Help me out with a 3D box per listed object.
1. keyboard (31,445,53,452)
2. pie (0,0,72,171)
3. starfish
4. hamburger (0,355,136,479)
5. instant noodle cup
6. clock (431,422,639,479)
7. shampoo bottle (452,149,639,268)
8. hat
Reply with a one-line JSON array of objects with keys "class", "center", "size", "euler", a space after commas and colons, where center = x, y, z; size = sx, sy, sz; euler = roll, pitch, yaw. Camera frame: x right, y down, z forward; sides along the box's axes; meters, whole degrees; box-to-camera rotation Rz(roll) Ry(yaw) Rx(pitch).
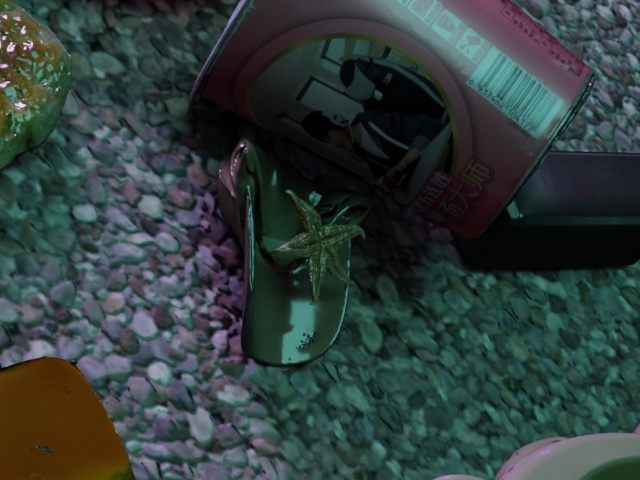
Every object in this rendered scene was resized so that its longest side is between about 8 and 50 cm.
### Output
[{"class": "keyboard", "center": [-0.145, 0.308, 1.107], "size": [0.103, 0.041, 0.381], "euler": [-5, 76, -43]}, {"class": "pie", "center": [-0.292, -0.139, 1.378], "size": [0.240, 0.054, 0.240], "euler": [20, 47, -23]}, {"class": "starfish", "center": [0.000, 0.000, 1.432], "size": [0.092, 0.016, 0.086], "euler": [-20, 101, -43]}, {"class": "hamburger", "center": [-0.197, 0.148, 1.193], "size": [0.166, 0.087, 0.137], "euler": [-13, 67, -43]}, {"class": "instant noodle cup", "center": [0.063, -0.131, 1.506], "size": [0.255, 0.244, 0.244], "euler": [35, 41, -1]}, {"class": "clock", "center": [0.218, 0.248, 1.306], "size": [0.309, 0.114, 0.284], "euler": [-5, 48, -33]}, {"class": "shampoo bottle", "center": [0.221, -0.027, 1.684], "size": [0.246, 0.079, 0.080], "euler": [-1, 59, -40]}, {"class": "hat", "center": [-0.045, 0.008, 1.458], "size": [0.147, 0.085, 0.175], "euler": [28, 64, -43]}]
